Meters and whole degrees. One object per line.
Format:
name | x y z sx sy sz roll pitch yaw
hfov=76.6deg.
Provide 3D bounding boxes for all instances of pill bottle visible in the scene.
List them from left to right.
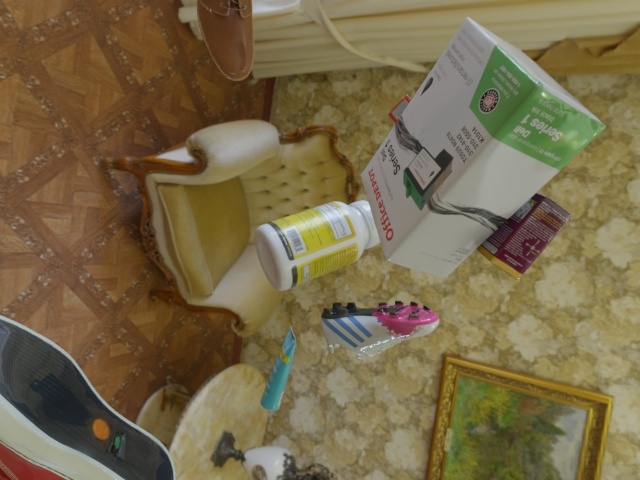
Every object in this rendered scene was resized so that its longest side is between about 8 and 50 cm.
pill bottle | 0.000 0.000 1.140 0.333 0.188 0.188 -20 124 -23

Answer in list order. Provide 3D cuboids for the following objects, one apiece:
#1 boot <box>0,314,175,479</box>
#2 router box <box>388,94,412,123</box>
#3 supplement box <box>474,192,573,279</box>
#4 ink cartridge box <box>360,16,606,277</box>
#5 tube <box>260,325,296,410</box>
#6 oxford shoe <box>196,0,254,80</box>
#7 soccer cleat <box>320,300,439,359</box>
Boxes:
boot | -0.267 0.186 0.334 0.244 0.176 0.088 59 0 -23
router box | 0.395 -0.296 1.320 0.082 0.301 0.335 -42 160 25
supplement box | 0.208 -0.011 0.428 0.083 0.043 0.055 -56 -165 16
ink cartridge box | 0.145 -0.090 0.439 0.219 0.092 0.160 -56 -150 37
tube | -0.097 0.325 1.020 0.080 0.052 0.207 -139 -115 -67
oxford shoe | -0.124 -0.318 0.535 0.076 0.076 0.213 -16 127 -18
soccer cleat | 0.148 0.234 1.031 0.116 0.331 0.143 -17 99 -52
